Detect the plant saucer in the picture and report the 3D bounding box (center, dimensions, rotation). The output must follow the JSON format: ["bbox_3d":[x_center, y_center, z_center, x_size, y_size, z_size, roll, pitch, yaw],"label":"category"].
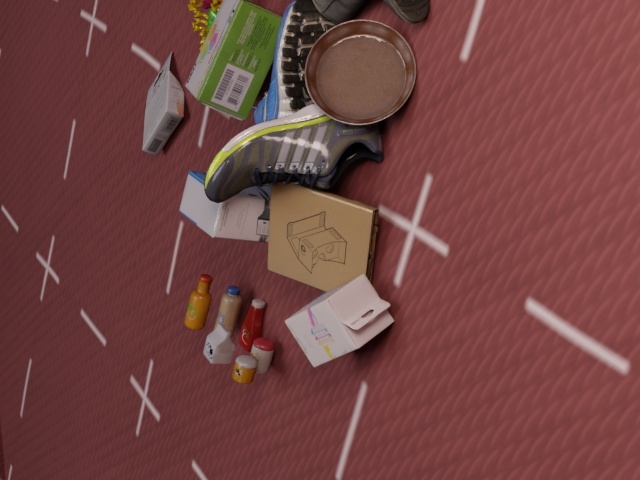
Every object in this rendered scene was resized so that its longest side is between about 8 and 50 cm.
[{"bbox_3d":[0.061,-0.252,1.619,0.029,0.169,0.168,61,-157,-78],"label":"plant saucer"}]

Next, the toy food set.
[{"bbox_3d":[-0.152,0.154,1.917,0.232,0.111,0.104,41,122,52],"label":"toy food set"}]

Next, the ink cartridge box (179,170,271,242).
[{"bbox_3d":[-0.123,-0.054,1.817,0.140,0.191,0.082,33,114,52],"label":"ink cartridge box"}]

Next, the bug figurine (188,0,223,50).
[{"bbox_3d":[-0.204,-0.500,2.046,0.216,0.072,0.279,110,151,-45],"label":"bug figurine"}]

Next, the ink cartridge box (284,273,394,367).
[{"bbox_3d":[0.034,0.121,1.637,0.143,0.092,0.090,-31,92,50],"label":"ink cartridge box"}]

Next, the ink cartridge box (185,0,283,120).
[{"bbox_3d":[-0.165,-0.340,1.902,0.188,0.097,0.255,-64,24,10],"label":"ink cartridge box"}]

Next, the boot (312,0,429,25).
[{"bbox_3d":[0.067,-0.382,1.655,0.189,0.076,0.208,62,149,5],"label":"boot"}]

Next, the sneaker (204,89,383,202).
[{"bbox_3d":[-0.038,-0.127,1.648,0.121,0.300,0.111,63,178,20],"label":"sneaker"}]

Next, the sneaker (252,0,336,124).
[{"bbox_3d":[-0.057,-0.241,1.788,0.147,0.130,0.330,20,105,52],"label":"sneaker"}]

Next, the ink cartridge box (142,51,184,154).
[{"bbox_3d":[-0.337,-0.295,2.302,0.145,0.045,0.179,-47,33,45],"label":"ink cartridge box"}]

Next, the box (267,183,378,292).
[{"bbox_3d":[0.000,0.000,1.699,0.201,0.021,0.164,20,116,33],"label":"box"}]
